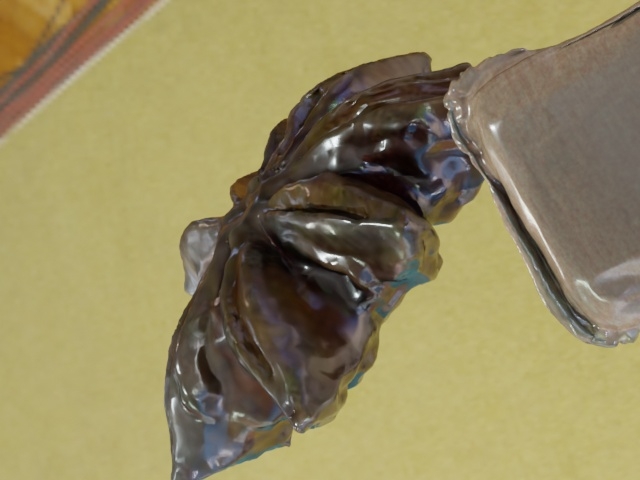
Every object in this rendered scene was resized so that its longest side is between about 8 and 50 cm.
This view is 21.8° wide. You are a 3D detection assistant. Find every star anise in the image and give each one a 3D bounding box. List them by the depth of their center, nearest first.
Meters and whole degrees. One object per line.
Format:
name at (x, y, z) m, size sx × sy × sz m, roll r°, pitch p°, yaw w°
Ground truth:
star anise at (-0.011, 0.013, 0.991) m, size 0.315 × 0.108 × 0.315 m, roll -50°, pitch 21°, yaw 28°

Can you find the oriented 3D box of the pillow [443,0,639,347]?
pillow at (0.168, -0.054, 0.678) m, size 0.211 × 0.034 × 0.135 m, roll -29°, pitch 93°, yaw 9°
